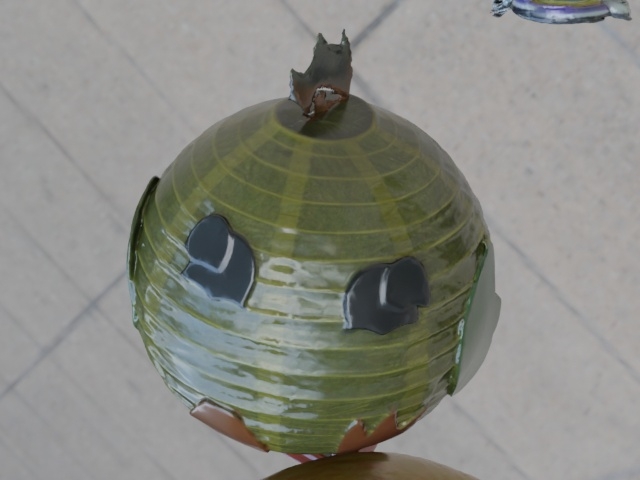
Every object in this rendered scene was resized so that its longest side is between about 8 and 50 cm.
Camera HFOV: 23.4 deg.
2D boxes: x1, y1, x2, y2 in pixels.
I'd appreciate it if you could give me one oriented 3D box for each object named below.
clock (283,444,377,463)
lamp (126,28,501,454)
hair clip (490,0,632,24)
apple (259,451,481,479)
[{"bbox_3d":[-0.017,0.105,1.207,0.155,0.061,0.113,26,111,35],"label":"clock"},{"bbox_3d":[0.000,0.000,1.016,0.250,0.250,0.284,26,124,32],"label":"lamp"},{"bbox_3d":[0.280,-0.282,1.857,0.172,0.116,0.049,23,130,41],"label":"hair clip"},{"bbox_3d":[0.027,0.337,1.060,0.391,0.391,0.346,37,115,14],"label":"apple"}]
